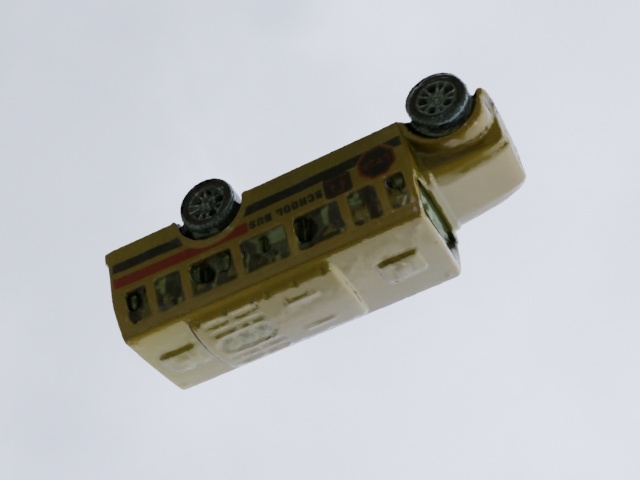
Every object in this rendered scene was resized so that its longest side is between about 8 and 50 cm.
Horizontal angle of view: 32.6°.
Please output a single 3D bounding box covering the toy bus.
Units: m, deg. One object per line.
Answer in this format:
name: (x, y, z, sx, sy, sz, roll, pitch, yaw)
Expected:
toy bus: (0.000, 0.000, 0.869, 0.335, 0.121, 0.123, -23, -131, 13)
